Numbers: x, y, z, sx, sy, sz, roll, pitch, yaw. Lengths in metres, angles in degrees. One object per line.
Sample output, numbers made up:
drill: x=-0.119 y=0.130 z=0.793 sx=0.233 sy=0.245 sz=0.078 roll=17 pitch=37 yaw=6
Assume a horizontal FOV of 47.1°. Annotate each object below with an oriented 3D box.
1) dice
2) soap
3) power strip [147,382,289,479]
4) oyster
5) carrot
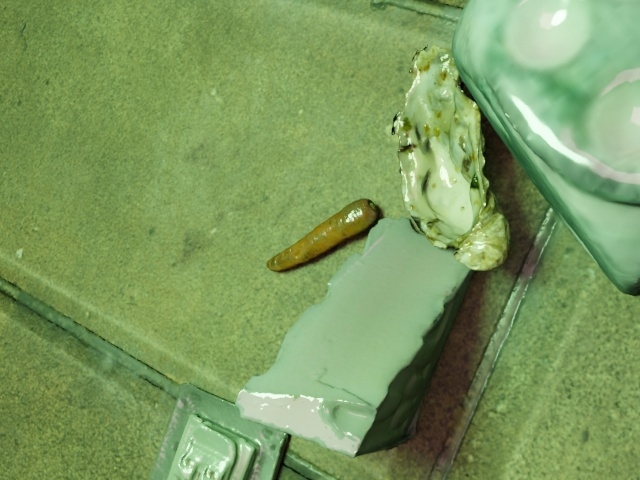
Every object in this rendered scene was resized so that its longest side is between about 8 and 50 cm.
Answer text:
dice: x=0.352 y=-0.162 z=0.740 sx=0.328 sy=0.348 sz=0.330 roll=-37 pitch=70 yaw=13
soap: x=0.060 y=0.096 z=0.880 sx=0.158 sy=0.257 sz=0.302 roll=17 pitch=88 yaw=27
power strip: x=-0.164 y=0.332 z=1.050 sx=0.198 sy=0.064 sz=0.213 roll=16 pitch=87 yaw=24
oyster: x=0.174 y=-0.107 z=0.930 sx=0.166 sy=0.094 sz=0.295 roll=-9 pitch=82 yaw=63
carrot: x=0.000 y=0.000 z=1.044 sx=0.191 sy=0.047 sz=0.047 roll=-33 pitch=70 yaw=23
